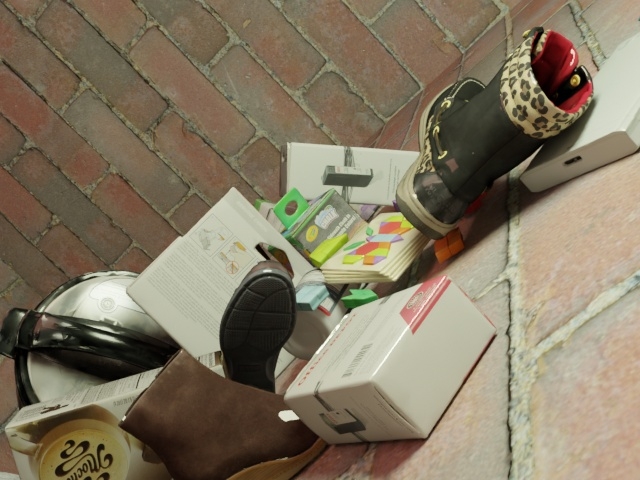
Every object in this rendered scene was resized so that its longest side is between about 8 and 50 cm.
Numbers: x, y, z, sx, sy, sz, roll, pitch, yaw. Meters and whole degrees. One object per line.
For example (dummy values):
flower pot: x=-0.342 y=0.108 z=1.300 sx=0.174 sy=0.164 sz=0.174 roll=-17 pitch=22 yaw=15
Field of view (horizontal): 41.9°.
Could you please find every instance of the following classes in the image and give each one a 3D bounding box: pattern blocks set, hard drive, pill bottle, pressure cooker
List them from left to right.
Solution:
pressure cooker: x=-0.412 y=0.257 z=1.661 sx=0.370 sy=0.375 sz=0.420 roll=-25 pitch=-10 yaw=-24
pill bottle: x=0.005 y=0.105 z=1.377 sx=0.108 sy=0.108 sz=0.180 roll=-38 pitch=10 yaw=36
pattern blocks set: x=0.101 y=0.006 z=1.313 sx=0.286 sy=0.026 sz=0.325 roll=-10 pitch=26 yaw=35
hard drive: x=0.415 y=-0.202 z=1.135 sx=0.307 sy=0.040 sz=0.203 roll=-49 pitch=10 yaw=-25

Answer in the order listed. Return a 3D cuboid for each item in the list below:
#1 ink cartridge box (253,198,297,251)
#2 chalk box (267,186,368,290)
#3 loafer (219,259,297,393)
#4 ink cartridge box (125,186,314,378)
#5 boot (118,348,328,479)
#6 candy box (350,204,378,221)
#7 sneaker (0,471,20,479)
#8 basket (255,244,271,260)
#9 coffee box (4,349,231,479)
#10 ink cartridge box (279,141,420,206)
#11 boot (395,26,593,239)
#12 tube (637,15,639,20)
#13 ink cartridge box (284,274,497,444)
ink cartridge box: x=-0.052 y=-0.015 z=1.838 sx=0.219 sy=0.160 sz=0.092 roll=-143 pitch=68 yaw=-68
chalk box: x=0.000 y=0.000 z=1.538 sx=0.132 sy=0.213 sz=0.132 roll=-48 pitch=9 yaw=-25
loafer: x=-0.102 y=0.144 z=1.273 sx=0.095 sy=0.109 sz=0.302 roll=-98 pitch=16 yaw=-55
ink cartridge box: x=-0.146 y=0.099 z=1.477 sx=0.261 sy=0.296 sz=0.066 roll=-45 pitch=8 yaw=-6
boot: x=-0.096 y=0.204 z=1.035 sx=0.248 sy=0.207 sz=0.090 roll=-46 pitch=9 yaw=-11
candy box: x=0.047 y=-0.047 z=2.030 sx=0.165 sy=0.070 sz=0.196 roll=-49 pitch=9 yaw=-26
sneaker: x=-0.445 y=0.491 z=1.225 sx=0.366 sy=0.137 sz=0.210 roll=18 pitch=82 yaw=57
basket: x=-0.184 y=0.081 z=1.974 sx=0.204 sy=0.227 sz=0.154 roll=-39 pitch=11 yaw=39
coffee box: x=-0.256 y=0.280 z=1.163 sx=0.297 sy=0.168 sz=0.119 roll=-15 pitch=5 yaw=-7
ink cartridge box: x=0.057 y=-0.132 z=1.695 sx=0.197 sy=0.273 sz=0.114 roll=-149 pitch=63 yaw=-82
boot: x=0.264 y=-0.193 z=1.239 sx=0.284 sy=0.138 sz=0.377 roll=-45 pitch=9 yaw=42
tube: x=0.541 y=-0.367 z=1.323 sx=0.080 sy=0.052 sz=0.207 roll=-35 pitch=7 yaw=26
ink cartridge box: x=0.071 y=0.141 z=0.942 sx=0.158 sy=0.092 sz=0.218 roll=-49 pitch=11 yaw=-28
